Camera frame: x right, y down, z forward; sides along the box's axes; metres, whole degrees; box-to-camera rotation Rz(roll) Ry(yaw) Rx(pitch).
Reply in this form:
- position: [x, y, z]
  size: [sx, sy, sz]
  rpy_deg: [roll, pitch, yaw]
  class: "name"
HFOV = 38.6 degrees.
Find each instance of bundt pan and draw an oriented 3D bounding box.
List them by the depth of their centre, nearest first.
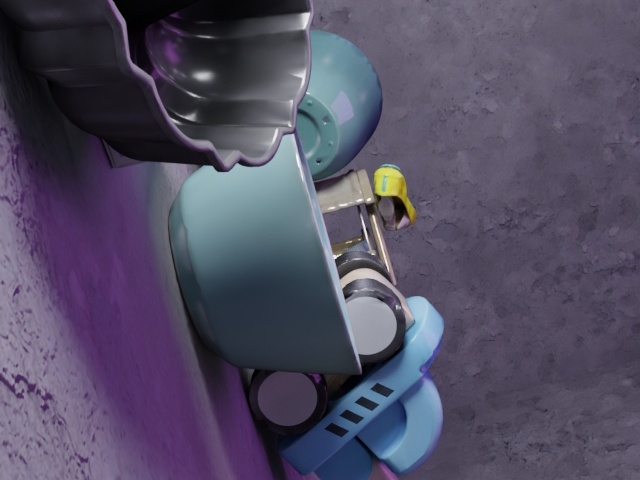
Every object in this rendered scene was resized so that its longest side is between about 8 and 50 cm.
- position: [-0.126, -0.211, 0.689]
  size: [0.331, 0.124, 0.331]
  rpy_deg: [-3, 90, -66]
  class: "bundt pan"

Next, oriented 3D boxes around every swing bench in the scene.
- position: [0.000, 0.000, 1.858]
  size: [0.165, 0.253, 0.255]
  rpy_deg: [-14, 88, -88]
  class: "swing bench"

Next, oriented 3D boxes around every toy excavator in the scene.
- position: [0.067, 0.308, 1.333]
  size: [0.445, 0.433, 0.222]
  rpy_deg: [46, 7, -9]
  class: "toy excavator"

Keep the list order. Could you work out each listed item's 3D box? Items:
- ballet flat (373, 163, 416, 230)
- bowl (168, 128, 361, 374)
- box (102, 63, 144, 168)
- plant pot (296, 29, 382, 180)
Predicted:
- position: [0.142, -0.064, 1.817]
  size: [0.231, 0.077, 0.077]
  rpy_deg: [66, 31, -61]
  class: "ballet flat"
- position: [-0.069, 0.021, 1.044]
  size: [0.311, 0.163, 0.312]
  rpy_deg: [-14, 90, -88]
  class: "bowl"
- position: [-0.207, -0.255, 0.840]
  size: [0.232, 0.058, 0.322]
  rpy_deg: [-101, 177, -65]
  class: "box"
- position: [-0.032, -0.251, 1.849]
  size: [0.235, 0.293, 0.293]
  rpy_deg: [-69, 147, -61]
  class: "plant pot"
